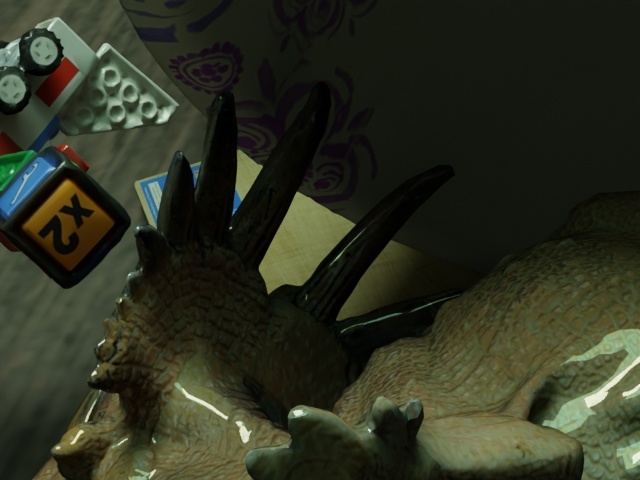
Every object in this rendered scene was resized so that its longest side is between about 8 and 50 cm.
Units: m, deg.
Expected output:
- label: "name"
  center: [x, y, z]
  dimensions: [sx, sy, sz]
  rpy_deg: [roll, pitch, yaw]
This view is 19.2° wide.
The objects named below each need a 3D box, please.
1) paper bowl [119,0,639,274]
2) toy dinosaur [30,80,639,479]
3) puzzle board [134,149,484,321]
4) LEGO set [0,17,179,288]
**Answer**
- label: "paper bowl"
  center: [0.096, -0.113, 0.452]
  dimensions: [0.284, 0.284, 0.148]
  rpy_deg: [1, 56, 19]
- label: "toy dinosaur"
  center: [0.064, 0.031, 0.423]
  dimensions: [0.295, 0.127, 0.200]
  rpy_deg: [-10, 25, -8]
- label: "puzzle board"
  center: [0.000, 0.000, 0.589]
  dimensions: [0.096, 0.011, 0.128]
  rpy_deg: [-18, 32, -7]
- label: "LEGO set"
  center: [-0.127, 0.037, 0.480]
  dimensions: [0.244, 0.060, 0.182]
  rpy_deg: [-36, 24, 23]
